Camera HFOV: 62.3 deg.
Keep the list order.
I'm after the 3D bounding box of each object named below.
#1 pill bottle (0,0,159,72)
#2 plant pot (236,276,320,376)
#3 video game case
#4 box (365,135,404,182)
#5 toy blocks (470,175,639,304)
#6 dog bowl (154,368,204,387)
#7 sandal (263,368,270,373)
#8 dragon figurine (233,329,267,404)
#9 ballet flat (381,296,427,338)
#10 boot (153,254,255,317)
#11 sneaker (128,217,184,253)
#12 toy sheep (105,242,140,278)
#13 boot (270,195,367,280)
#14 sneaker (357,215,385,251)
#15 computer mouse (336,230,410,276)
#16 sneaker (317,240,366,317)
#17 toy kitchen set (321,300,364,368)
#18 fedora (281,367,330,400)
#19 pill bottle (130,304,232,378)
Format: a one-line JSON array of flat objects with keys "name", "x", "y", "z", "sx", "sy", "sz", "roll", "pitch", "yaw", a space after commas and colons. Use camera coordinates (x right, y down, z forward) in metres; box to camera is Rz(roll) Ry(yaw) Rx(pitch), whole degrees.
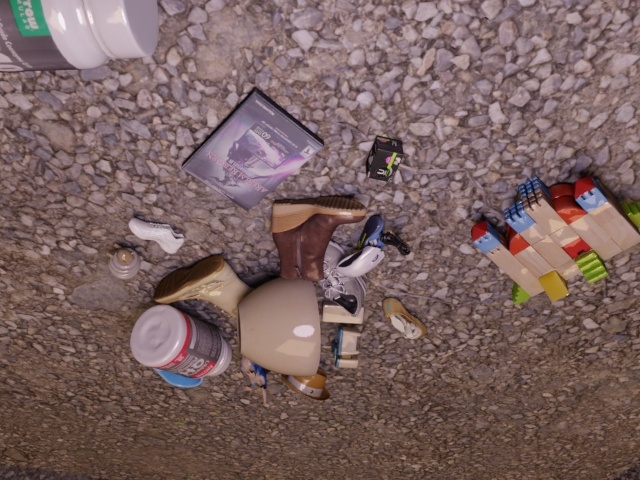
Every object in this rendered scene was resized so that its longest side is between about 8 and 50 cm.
[{"name": "pill bottle", "x": -0.470, "y": -0.383, "z": 0.867, "sx": 0.361, "sy": 0.204, "sz": 0.204, "roll": -2, "pitch": 136, "yaw": 3}, {"name": "plant pot", "x": -0.125, "y": 0.228, "z": 1.420, "sx": 0.191, "sy": 0.284, "sz": 0.284, "roll": -2, "pitch": 138, "yaw": -14}, {"name": "video game case", "x": -0.156, "y": -0.192, "z": 1.192, "sx": 0.196, "sy": 0.026, "sz": 0.274, "roll": 34, "pitch": 127, "yaw": -29}, {"name": "box", "x": 0.141, "y": -0.181, "z": 1.178, "sx": 0.062, "sy": 0.052, "sz": 0.083, "roll": 10, "pitch": 137, "yaw": -10}, {"name": "toy blocks", "x": 0.545, "y": -0.033, "z": 1.260, "sx": 0.261, "sy": 0.190, "sz": 0.381, "roll": 39, "pitch": 126, "yaw": -19}, {"name": "dog bowl", "x": -0.488, "y": 0.401, "z": 1.785, "sx": 0.166, "sy": 0.074, "sz": 0.297, "roll": -11, "pitch": 135, "yaw": 12}, {"name": "sandal", "x": -0.179, "y": 0.387, "z": 1.796, "sx": 0.067, "sy": 0.040, "sz": 0.179, "roll": 12, "pitch": 121, "yaw": -19}, {"name": "dragon figurine", "x": -0.205, "y": 0.411, "z": 1.729, "sx": 0.085, "sy": 0.144, "sz": 0.289, "roll": -9, "pitch": 128, "yaw": 23}, {"name": "ballet flat", "x": 0.257, "y": 0.260, "z": 1.623, "sx": 0.080, "sy": 0.073, "sz": 0.232, "roll": -27, "pitch": 130, "yaw": 27}, {"name": "boot", "x": -0.324, "y": 0.156, "z": 1.514, "sx": 0.262, "sy": 0.095, "sz": 0.203, "roll": -24, "pitch": 133, "yaw": 21}, {"name": "sneaker", "x": -0.418, "y": -0.024, "z": 1.358, "sx": 0.061, "sy": 0.053, "sz": 0.152, "roll": -40, "pitch": 130, "yaw": 24}, {"name": "toy sheep", "x": -0.529, "y": 0.062, "z": 1.424, "sx": 0.091, "sy": 0.091, "sz": 0.132, "roll": 12, "pitch": 149, "yaw": -11}, {"name": "boot", "x": 0.000, "y": 0.000, "z": 1.303, "sx": 0.248, "sy": 0.090, "sz": 0.206, "roll": 1, "pitch": 114, "yaw": 19}, {"name": "sneaker", "x": 0.140, "y": -0.010, "z": 1.360, "sx": 0.059, "sy": 0.053, "sz": 0.144, "roll": 5, "pitch": 141, "yaw": -13}, {"name": "computer mouse", "x": 0.128, "y": 0.048, "z": 1.349, "sx": 0.193, "sy": 0.042, "sz": 0.106, "roll": -33, "pitch": 139, "yaw": 20}, {"name": "sneaker", "x": 0.041, "y": 0.100, "z": 1.426, "sx": 0.105, "sy": 0.115, "sz": 0.281, "roll": -28, "pitch": 127, "yaw": 27}, {"name": "toy kitchen set", "x": 0.055, "y": 0.280, "z": 1.659, "sx": 0.122, "sy": 0.166, "sz": 0.207, "roll": 5, "pitch": 100, "yaw": -5}, {"name": "fedora", "x": -0.041, "y": 0.472, "z": 1.821, "sx": 0.194, "sy": 0.194, "sz": 0.079, "roll": 25, "pitch": 95, "yaw": -24}, {"name": "pill bottle", "x": -0.400, "y": 0.317, "z": 1.588, "sx": 0.176, "sy": 0.176, "sz": 0.318, "roll": -15, "pitch": 153, "yaw": 16}]
